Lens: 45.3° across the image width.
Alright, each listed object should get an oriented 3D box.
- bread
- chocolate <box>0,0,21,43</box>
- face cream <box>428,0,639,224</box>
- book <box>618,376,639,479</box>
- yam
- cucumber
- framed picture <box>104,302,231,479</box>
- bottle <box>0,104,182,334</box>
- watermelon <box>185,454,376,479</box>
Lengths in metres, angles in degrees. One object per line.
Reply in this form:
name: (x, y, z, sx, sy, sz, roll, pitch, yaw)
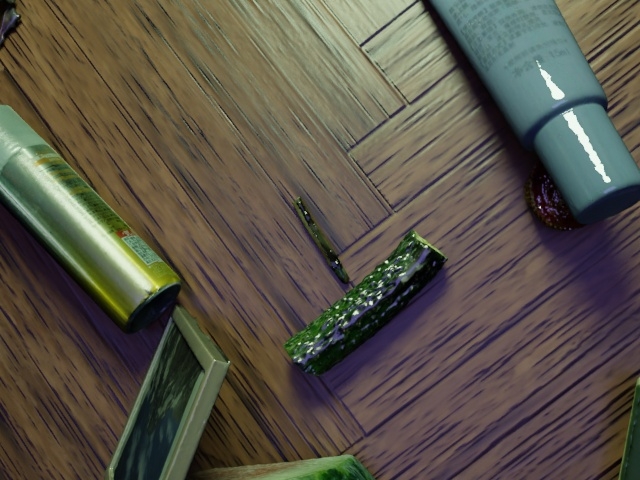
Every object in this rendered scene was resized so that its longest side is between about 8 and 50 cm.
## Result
bread: (0.246, -0.051, 0.765, 0.084, 0.053, 0.085, -1, 84, 8)
chocolate: (-0.513, -0.298, 0.869, 0.321, 0.112, 0.112, 24, 91, 10)
face cream: (0.196, -0.193, 0.757, 0.135, 0.086, 0.386, -24, 65, 5)
book: (0.451, 0.280, 0.673, 0.370, 0.043, 0.261, 10, 98, 16)
yam: (0.000, 0.000, 0.815, 0.014, 0.014, 0.107, -32, 82, 4)
cucumber: (0.048, 0.066, 0.783, 0.187, 0.058, 0.058, -41, 80, 1)
framed picture: (-0.149, 0.174, 0.699, 0.019, 0.281, 0.209, 23, 86, -17)
bottle: (-0.273, -0.027, 0.822, 0.286, 0.082, 0.082, 44, 92, 10)
watermelon: (-0.035, 0.313, 0.712, 0.310, 0.231, 0.193, 1, 79, -37)
